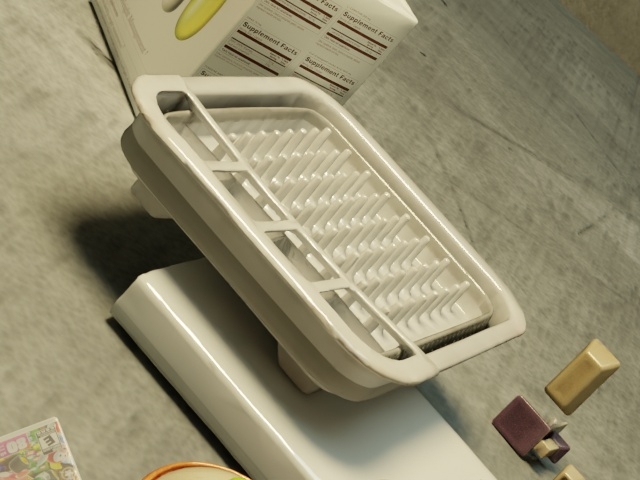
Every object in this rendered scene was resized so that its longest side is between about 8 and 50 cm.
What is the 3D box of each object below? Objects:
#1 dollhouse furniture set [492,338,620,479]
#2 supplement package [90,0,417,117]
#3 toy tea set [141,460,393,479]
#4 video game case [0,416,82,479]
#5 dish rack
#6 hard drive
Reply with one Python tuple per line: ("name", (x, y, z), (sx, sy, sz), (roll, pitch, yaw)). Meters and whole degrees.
("dollhouse furniture set", (0.227, 0.148, 1.464), (0.091, 0.114, 0.081), (48, 17, 19))
("supplement package", (-0.063, -0.197, 1.467), (0.149, 0.203, 0.194), (24, 28, -40))
("toy tea set", (0.036, 0.191, 0.918), (0.336, 0.124, 0.200), (-8, 49, -40))
("video game case", (-0.153, 0.150, 0.845), (0.011, 0.087, 0.122), (84, -18, -50))
("dish rack", (0.000, 0.000, 1.265), (0.285, 0.072, 0.333), (48, 22, 13))
("hard drive", (0.030, 0.152, 1.200), (0.353, 0.047, 0.233), (49, 22, 12))
